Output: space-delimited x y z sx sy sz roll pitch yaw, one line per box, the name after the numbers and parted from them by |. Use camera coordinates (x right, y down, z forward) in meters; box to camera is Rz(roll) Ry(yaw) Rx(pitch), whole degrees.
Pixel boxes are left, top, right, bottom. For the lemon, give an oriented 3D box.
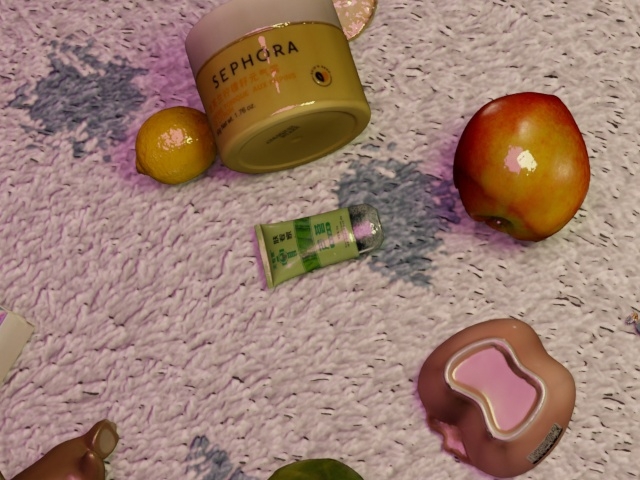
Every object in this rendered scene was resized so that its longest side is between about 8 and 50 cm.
-0.204 -0.134 1.962 0.133 0.109 0.109 -32 73 11 | lemon

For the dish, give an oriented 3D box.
0.229 0.199 1.819 0.213 0.090 0.213 -2 75 7 | dish

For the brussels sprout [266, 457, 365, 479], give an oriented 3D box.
-0.003 0.372 1.780 0.161 0.144 0.181 -9 96 -14 | brussels sprout

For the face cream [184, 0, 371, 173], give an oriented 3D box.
-0.058 -0.216 1.906 0.218 0.218 0.179 -19 74 3 | face cream

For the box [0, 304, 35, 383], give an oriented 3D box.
-0.561 0.178 1.923 0.203 0.116 0.274 28 81 15 | box

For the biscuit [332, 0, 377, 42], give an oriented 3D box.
0.010 -0.350 2.036 0.152 0.020 0.152 -2 74 8 | biscuit

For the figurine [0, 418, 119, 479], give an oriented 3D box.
-0.375 0.352 1.820 0.247 0.173 0.177 -23 73 2 | figurine

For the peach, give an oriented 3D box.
0.267 -0.106 1.851 0.197 0.197 0.197 -2 75 8 | peach

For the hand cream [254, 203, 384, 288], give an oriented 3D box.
0.000 0.000 1.928 0.175 0.046 0.095 -15 76 6 | hand cream

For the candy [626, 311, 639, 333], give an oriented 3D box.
0.446 0.120 1.846 0.083 0.020 0.030 35 82 17 | candy
